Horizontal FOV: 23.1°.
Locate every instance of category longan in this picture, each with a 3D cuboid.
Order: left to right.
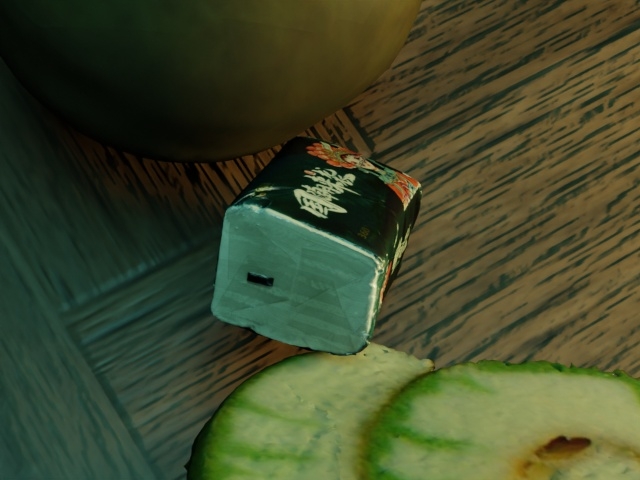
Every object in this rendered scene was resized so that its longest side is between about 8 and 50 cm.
[{"bbox_3d":[-0.069,-0.206,1.001,0.319,0.319,0.319,3,65,-6],"label":"longan"}]

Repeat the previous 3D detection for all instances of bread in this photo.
[{"bbox_3d":[0.096,0.192,0.870,0.366,0.129,0.382,-20,41,-40],"label":"bread"}]

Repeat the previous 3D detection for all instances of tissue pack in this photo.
[{"bbox_3d":[0.000,0.000,0.983,0.103,0.090,0.170,19,22,5],"label":"tissue pack"}]
